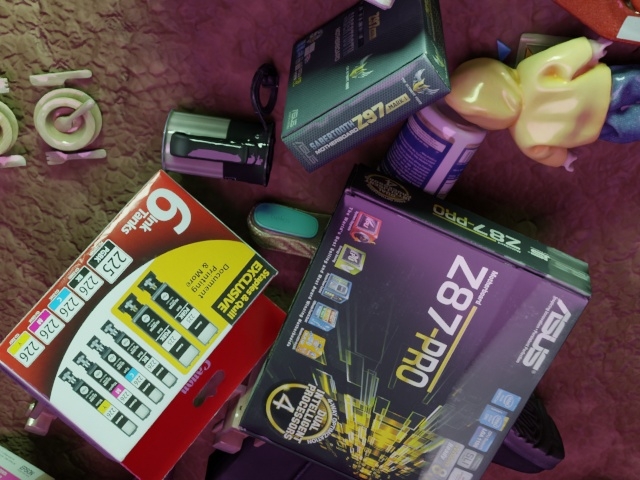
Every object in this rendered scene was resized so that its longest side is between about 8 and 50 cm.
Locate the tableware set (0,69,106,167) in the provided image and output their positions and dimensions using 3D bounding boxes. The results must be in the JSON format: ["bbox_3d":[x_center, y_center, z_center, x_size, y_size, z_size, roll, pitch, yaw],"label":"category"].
[{"bbox_3d":[-0.380,-0.144,1.335,0.194,0.039,0.128,-7,122,-4],"label":"tableware set"}]

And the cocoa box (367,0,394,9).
[{"bbox_3d":[-0.033,-0.429,1.022,0.347,0.231,0.228,23,121,-9],"label":"cocoa box"}]

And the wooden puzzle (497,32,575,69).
[{"bbox_3d":[0.272,-0.213,1.256,0.116,0.014,0.079,1,122,6],"label":"wooden puzzle"}]

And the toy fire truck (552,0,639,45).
[{"bbox_3d":[0.322,-0.362,1.088,0.253,0.169,0.302,18,126,24],"label":"toy fire truck"}]

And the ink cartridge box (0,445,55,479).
[{"bbox_3d":[-0.466,0.435,1.640,0.234,0.088,0.193,13,133,46],"label":"ink cartridge box"}]

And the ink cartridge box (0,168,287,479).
[{"bbox_3d":[-0.210,0.118,1.322,0.272,0.309,0.130,41,162,-7],"label":"ink cartridge box"}]

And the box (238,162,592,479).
[{"bbox_3d":[0.108,0.139,1.316,0.318,0.097,0.395,24,117,-2],"label":"box"}]

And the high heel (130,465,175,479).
[{"bbox_3d":[-0.318,0.501,1.652,0.127,0.181,0.377,15,137,-6],"label":"high heel"}]

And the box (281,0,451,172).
[{"bbox_3d":[0.050,-0.196,1.161,0.183,0.233,0.059,-27,122,22],"label":"box"}]

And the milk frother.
[{"bbox_3d":[-0.124,-0.151,1.303,0.134,0.129,0.143,8,80,1],"label":"milk frother"}]

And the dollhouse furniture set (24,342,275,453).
[{"bbox_3d":[-0.250,0.215,1.571,0.303,0.174,0.355,24,149,-16],"label":"dollhouse furniture set"}]

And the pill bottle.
[{"bbox_3d":[0.127,-0.094,1.300,0.094,0.094,0.169,25,122,-10],"label":"pill bottle"}]

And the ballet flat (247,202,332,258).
[{"bbox_3d":[0.000,0.000,1.402,0.206,0.073,0.067,19,150,-2],"label":"ballet flat"}]

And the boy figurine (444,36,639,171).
[{"bbox_3d":[0.288,-0.160,1.229,0.285,0.092,0.177,1,127,2],"label":"boy figurine"}]

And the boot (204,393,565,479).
[{"bbox_3d":[0.081,0.327,1.539,0.367,0.146,0.445,38,115,-6],"label":"boot"}]
